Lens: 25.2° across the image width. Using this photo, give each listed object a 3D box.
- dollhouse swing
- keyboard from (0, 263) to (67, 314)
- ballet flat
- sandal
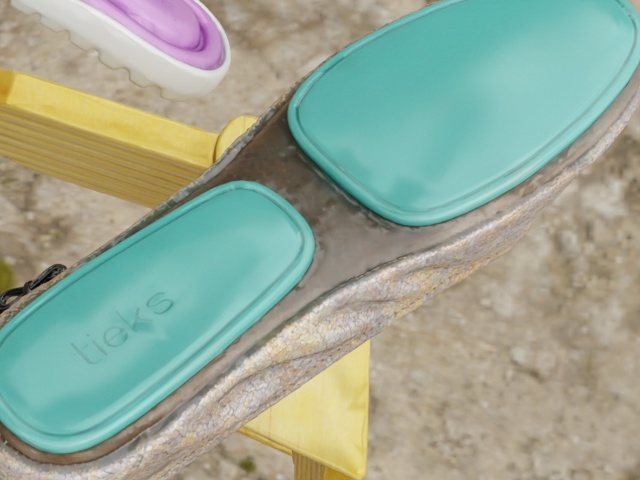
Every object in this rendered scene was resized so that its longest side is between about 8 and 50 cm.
[{"bbox_3d":[-0.131,0.045,1.165,0.305,0.347,0.315,3,84,-7],"label":"dollhouse swing"},{"bbox_3d":[-0.202,0.069,0.983,0.023,0.180,0.108,48,34,-57],"label":"keyboard"},{"bbox_3d":[0.000,0.000,0.580,0.316,0.106,0.107,-31,64,-17],"label":"ballet flat"},{"bbox_3d":[-0.222,-0.255,1.076,0.416,0.102,0.169,29,32,-33],"label":"sandal"}]
